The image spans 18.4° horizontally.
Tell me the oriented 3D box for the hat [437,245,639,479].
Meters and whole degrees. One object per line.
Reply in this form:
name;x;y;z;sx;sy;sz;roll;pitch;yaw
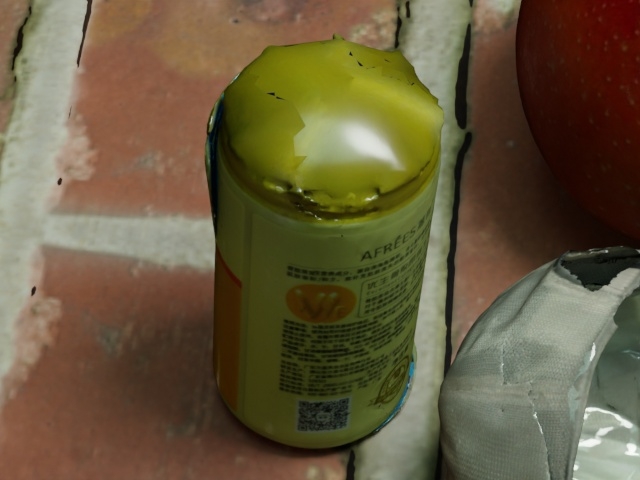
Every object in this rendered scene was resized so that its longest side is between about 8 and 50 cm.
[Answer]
hat;0.173;0.138;1.009;0.232;0.161;0.275;-27;79;-45

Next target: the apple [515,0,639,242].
apple;0.239;-0.123;1.143;0.260;0.216;0.260;-14;45;14

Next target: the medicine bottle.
medicine bottle;0.000;0.000;1.053;0.124;0.239;0.124;1;49;-1
